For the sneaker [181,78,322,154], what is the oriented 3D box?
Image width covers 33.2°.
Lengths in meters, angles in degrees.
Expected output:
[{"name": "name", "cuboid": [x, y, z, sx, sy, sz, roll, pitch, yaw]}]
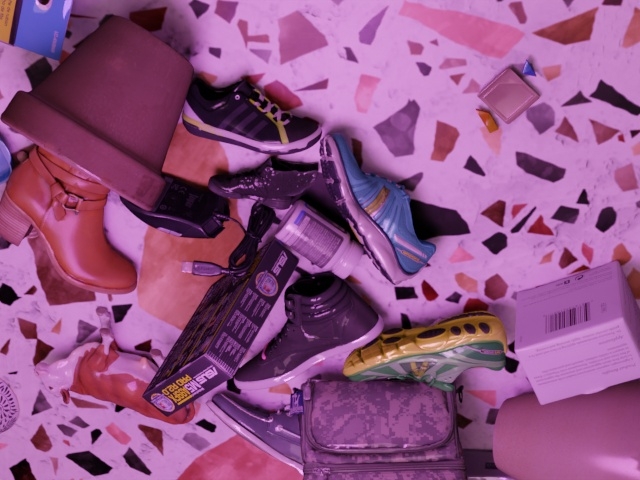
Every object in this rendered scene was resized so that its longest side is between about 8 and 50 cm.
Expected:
[{"name": "sneaker", "cuboid": [-0.112, -0.201, 1.681, 0.234, 0.084, 0.097, 10, 121, 5]}]

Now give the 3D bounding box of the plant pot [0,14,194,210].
[{"name": "plant pot", "cuboid": [-0.310, -0.205, 1.620, 0.263, 0.263, 0.229, 33, 88, -9]}]

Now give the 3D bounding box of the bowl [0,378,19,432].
[{"name": "bowl", "cuboid": [-0.692, 0.341, 2.124, 0.170, 0.080, 0.170, 5, 120, 8]}]

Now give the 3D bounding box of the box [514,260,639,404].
[{"name": "box", "cuboid": [0.418, 0.147, 1.725, 0.181, 0.182, 0.119, -20, 113, 21]}]

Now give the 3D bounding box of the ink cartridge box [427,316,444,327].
[{"name": "ink cartridge box", "cuboid": [0.198, 0.178, 1.877, 0.048, 0.028, 0.083, 38, 121, -9]}]

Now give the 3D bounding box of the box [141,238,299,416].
[{"name": "box", "cuboid": [-0.163, 0.143, 1.758, 0.060, 0.270, 0.216, 41, 137, -14]}]

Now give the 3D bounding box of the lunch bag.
[{"name": "lunch bag", "cuboid": [0.104, 0.368, 1.881, 0.305, 0.256, 0.212, -2, 163, 4]}]

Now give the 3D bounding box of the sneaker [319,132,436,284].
[{"name": "sneaker", "cuboid": [0.088, -0.061, 1.732, 0.110, 0.107, 0.275, -35, 106, -6]}]

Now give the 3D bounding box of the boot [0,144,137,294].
[{"name": "boot", "cuboid": [-0.395, -0.050, 1.831, 0.283, 0.109, 0.220, 34, 111, -10]}]

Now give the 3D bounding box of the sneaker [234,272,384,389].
[{"name": "sneaker", "cuboid": [-0.050, 0.151, 1.873, 0.295, 0.104, 0.147, -27, 110, 18]}]

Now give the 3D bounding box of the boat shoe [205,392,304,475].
[{"name": "boat shoe", "cuboid": [-0.066, 0.365, 2.023, 0.319, 0.116, 0.099, 32, 78, -1]}]

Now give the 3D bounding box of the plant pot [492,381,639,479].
[{"name": "plant pot", "cuboid": [0.443, 0.348, 1.826, 0.274, 0.256, 0.256, 5, 123, 28]}]

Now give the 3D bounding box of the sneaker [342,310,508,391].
[{"name": "sneaker", "cuboid": [0.174, 0.208, 1.817, 0.295, 0.109, 0.123, -13, 108, 21]}]

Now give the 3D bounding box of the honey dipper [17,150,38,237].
[{"name": "honey dipper", "cuboid": [-0.512, -0.081, 1.866, 0.030, 0.030, 0.161, 4, 119, 9]}]

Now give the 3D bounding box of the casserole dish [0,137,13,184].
[{"name": "casserole dish", "cuboid": [-0.609, -0.139, 1.846, 0.188, 0.037, 0.114, -16, 116, 19]}]

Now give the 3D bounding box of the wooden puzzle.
[{"name": "wooden puzzle", "cuboid": [0.285, -0.220, 1.632, 0.116, 0.014, 0.078, -35, 113, 27]}]

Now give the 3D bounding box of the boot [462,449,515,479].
[{"name": "boot", "cuboid": [0.357, 0.461, 1.989, 0.258, 0.095, 0.123, 4, 127, 19]}]

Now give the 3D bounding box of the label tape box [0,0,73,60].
[{"name": "label tape box", "cuboid": [-0.513, -0.451, 1.597, 0.347, 0.115, 0.249, 20, 123, -4]}]

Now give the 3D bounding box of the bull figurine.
[{"name": "bull figurine", "cuboid": [-0.370, 0.241, 1.987, 0.310, 0.101, 0.188, 17, 120, 1]}]

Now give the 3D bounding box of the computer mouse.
[{"name": "computer mouse", "cuboid": [-0.217, -0.012, 1.765, 0.262, 0.184, 0.060, 14, 139, 2]}]

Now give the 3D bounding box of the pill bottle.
[{"name": "pill bottle", "cuboid": [0.000, 0.000, 1.781, 0.137, 0.078, 0.078, 35, 121, -9]}]

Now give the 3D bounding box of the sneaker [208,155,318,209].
[{"name": "sneaker", "cuboid": [-0.094, -0.105, 1.757, 0.170, 0.051, 0.089, 15, 122, -3]}]
